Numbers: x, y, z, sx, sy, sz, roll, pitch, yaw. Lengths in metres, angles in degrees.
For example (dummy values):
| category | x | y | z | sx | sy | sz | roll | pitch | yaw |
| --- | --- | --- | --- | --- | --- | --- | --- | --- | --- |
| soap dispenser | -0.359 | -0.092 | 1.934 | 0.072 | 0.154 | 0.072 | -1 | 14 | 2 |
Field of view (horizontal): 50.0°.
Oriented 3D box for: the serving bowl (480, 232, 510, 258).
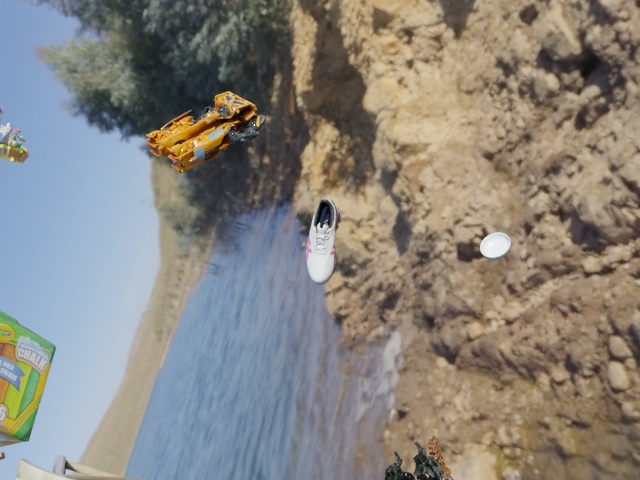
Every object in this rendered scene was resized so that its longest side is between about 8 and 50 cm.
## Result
| category | x | y | z | sx | sy | sz | roll | pitch | yaw |
| --- | --- | --- | --- | --- | --- | --- | --- | --- | --- |
| serving bowl | 0.479 | 0.019 | 1.867 | 0.083 | 0.027 | 0.083 | -19 | 45 | 20 |

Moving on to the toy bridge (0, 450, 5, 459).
| category | x | y | z | sx | sy | sz | roll | pitch | yaw |
| --- | --- | --- | --- | --- | --- | --- | --- | --- | --- |
| toy bridge | -0.835 | 0.556 | 1.742 | 0.026 | 0.063 | 0.188 | 77 | 171 | -61 |

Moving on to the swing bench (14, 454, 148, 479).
| category | x | y | z | sx | sy | sz | roll | pitch | yaw |
| --- | --- | --- | --- | --- | --- | --- | --- | --- | --- |
| swing bench | -0.363 | 0.439 | 0.929 | 0.254 | 0.165 | 0.253 | 101 | -176 | -74 |

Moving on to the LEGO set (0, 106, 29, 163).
| category | x | y | z | sx | sy | sz | roll | pitch | yaw |
| --- | --- | --- | --- | --- | --- | --- | --- | --- | --- |
| LEGO set | -0.703 | -0.234 | 1.461 | 0.287 | 0.132 | 0.107 | 12 | -89 | -66 |

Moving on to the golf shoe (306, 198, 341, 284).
| category | x | y | z | sx | sy | sz | roll | pitch | yaw |
| --- | --- | --- | --- | --- | --- | --- | --- | --- | --- |
| golf shoe | 0.000 | 0.000 | 1.479 | 0.086 | 0.068 | 0.186 | 45 | -131 | -70 |

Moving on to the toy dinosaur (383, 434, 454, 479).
| category | x | y | z | sx | sy | sz | roll | pitch | yaw |
| --- | --- | --- | --- | --- | --- | --- | --- | --- | --- |
| toy dinosaur | 0.283 | 0.651 | 1.795 | 0.164 | 0.218 | 0.322 | -46 | 17 | 8 |

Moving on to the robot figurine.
| category | x | y | z | sx | sy | sz | roll | pitch | yaw |
| --- | --- | --- | --- | --- | --- | --- | --- | --- | --- |
| robot figurine | -0.283 | -0.285 | 1.750 | 0.291 | 0.211 | 0.085 | -37 | -42 | -25 |

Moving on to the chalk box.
| category | x | y | z | sx | sy | sz | roll | pitch | yaw |
| --- | --- | --- | --- | --- | --- | --- | --- | --- | --- |
| chalk box | -0.702 | 0.272 | 1.454 | 0.179 | 0.180 | 0.289 | -17 | 50 | 25 |
